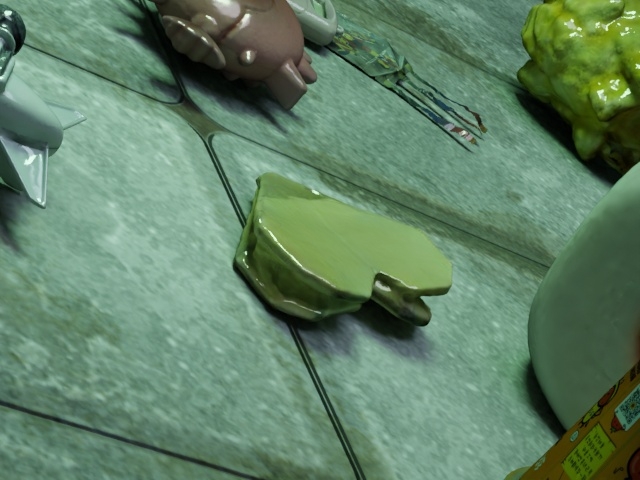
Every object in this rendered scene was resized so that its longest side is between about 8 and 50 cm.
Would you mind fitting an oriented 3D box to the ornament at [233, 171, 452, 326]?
[{"bbox_3d":[0.000,0.000,1.463,0.201,0.059,0.180,5,34,-50],"label":"ornament"}]

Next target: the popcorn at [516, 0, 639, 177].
[{"bbox_3d":[0.380,-0.205,2.256,0.286,0.215,0.252,34,15,-19],"label":"popcorn"}]

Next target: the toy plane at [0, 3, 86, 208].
[{"bbox_3d":[-0.278,-0.124,1.227,0.255,0.101,0.251,31,34,-14],"label":"toy plane"}]

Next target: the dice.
[{"bbox_3d":[0.376,0.089,1.560,0.304,0.277,0.304,43,23,22],"label":"dice"}]

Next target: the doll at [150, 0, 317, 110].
[{"bbox_3d":[-0.090,-0.210,1.703,0.211,0.093,0.262,38,21,-6],"label":"doll"}]

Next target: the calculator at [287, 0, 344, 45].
[{"bbox_3d":[-0.049,-0.268,1.959,0.175,0.032,0.100,28,23,-17],"label":"calculator"}]

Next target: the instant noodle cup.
[{"bbox_3d":[0.264,0.186,1.322,0.216,0.172,0.216,29,22,-13],"label":"instant noodle cup"}]

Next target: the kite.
[{"bbox_3d":[0.084,-0.189,2.029,0.245,0.015,0.141,37,26,6],"label":"kite"}]
